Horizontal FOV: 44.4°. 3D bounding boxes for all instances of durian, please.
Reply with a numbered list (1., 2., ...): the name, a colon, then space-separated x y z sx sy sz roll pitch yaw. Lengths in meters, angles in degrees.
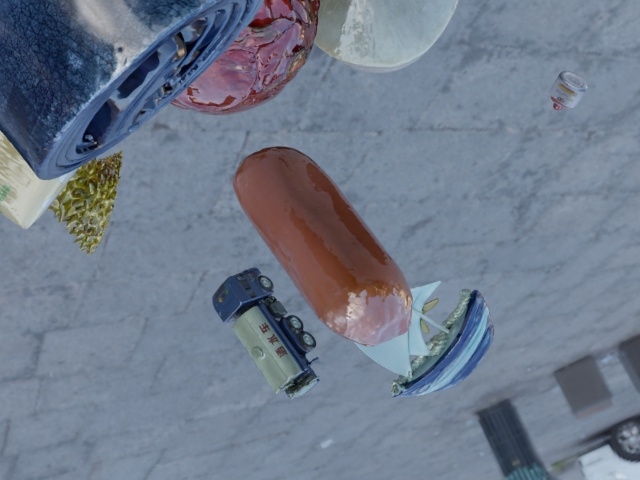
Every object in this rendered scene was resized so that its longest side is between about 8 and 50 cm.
1. durian: -0.429 -0.066 1.469 0.182 0.165 0.132 -22 -178 39

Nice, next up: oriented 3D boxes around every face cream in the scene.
1. face cream: 0.315 -0.189 1.007 0.021 0.040 0.083 -54 170 -8

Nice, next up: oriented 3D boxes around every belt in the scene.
1. belt: -0.104 -0.107 0.393 0.141 0.082 0.190 -44 -171 -34

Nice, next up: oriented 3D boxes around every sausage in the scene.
1. sausage: 0.000 0.000 0.604 0.077 0.194 0.077 -28 151 -17

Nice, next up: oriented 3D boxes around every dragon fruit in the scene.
1. dragon fruit: -0.137 -0.290 0.955 0.278 0.277 0.342 -12 -172 -20

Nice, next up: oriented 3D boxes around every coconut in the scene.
1. coconut: 0.092 -0.440 1.342 0.329 0.328 0.328 -18 153 -9

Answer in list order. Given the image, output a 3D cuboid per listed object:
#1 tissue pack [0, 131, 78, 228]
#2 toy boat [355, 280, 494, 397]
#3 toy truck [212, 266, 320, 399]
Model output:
1. tissue pack: -0.308 -0.143 0.781 0.186 0.090 0.222 39 122 -12
2. toy boat: 0.116 0.127 1.207 0.291 0.067 0.220 30 106 -15
3. toy truck: -0.079 0.140 1.151 0.088 0.201 0.074 -16 155 -52
